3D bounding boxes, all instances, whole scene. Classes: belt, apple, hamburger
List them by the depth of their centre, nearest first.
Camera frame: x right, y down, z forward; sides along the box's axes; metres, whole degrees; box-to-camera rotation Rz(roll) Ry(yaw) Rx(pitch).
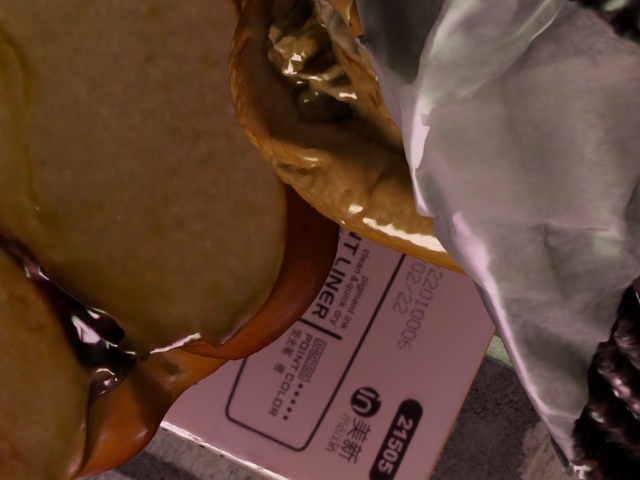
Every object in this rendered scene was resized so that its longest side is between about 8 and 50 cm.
[{"bbox_3d":[0.119,-0.045,0.539,0.184,0.164,0.289,-17,133,18],"label":"belt"},{"bbox_3d":[0.097,-0.051,0.711,0.283,0.144,0.156,23,-148,-1],"label":"hamburger"},{"bbox_3d":[-0.172,-0.063,0.880,0.365,0.295,0.329,48,158,1],"label":"apple"}]

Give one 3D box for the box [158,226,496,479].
[{"bbox_3d":[0.000,0.000,1.057,0.220,0.274,0.091,23,171,-3],"label":"box"}]
